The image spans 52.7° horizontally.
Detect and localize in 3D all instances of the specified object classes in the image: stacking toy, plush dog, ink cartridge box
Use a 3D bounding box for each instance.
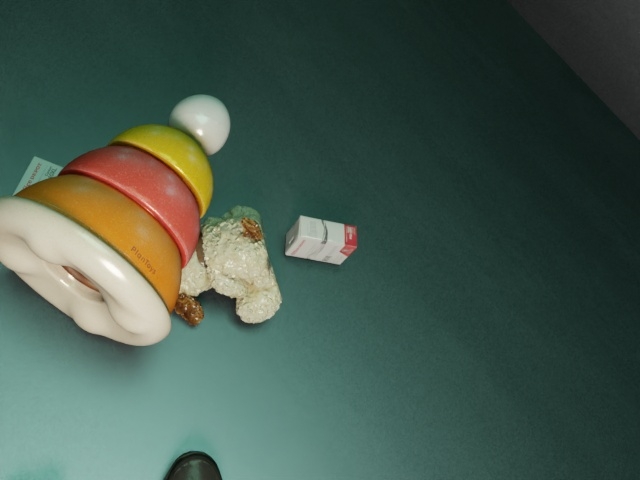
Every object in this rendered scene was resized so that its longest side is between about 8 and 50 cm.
[{"bbox_3d":[-0.305,-0.084,1.166,0.350,0.350,0.480,35,59,-4],"label":"stacking toy"},{"bbox_3d":[-0.215,0.037,1.277,0.225,0.210,0.262,-15,68,-2],"label":"plush dog"},{"bbox_3d":[0.000,0.000,1.426,0.135,0.099,0.056,11,61,-20],"label":"ink cartridge box"},{"bbox_3d":[-0.509,-0.081,1.259,0.150,0.063,0.109,22,58,-14],"label":"ink cartridge box"}]

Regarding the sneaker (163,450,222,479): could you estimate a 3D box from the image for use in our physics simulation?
[{"bbox_3d":[-0.207,0.513,1.046,0.125,0.139,0.341,11,60,-17],"label":"sneaker"}]
